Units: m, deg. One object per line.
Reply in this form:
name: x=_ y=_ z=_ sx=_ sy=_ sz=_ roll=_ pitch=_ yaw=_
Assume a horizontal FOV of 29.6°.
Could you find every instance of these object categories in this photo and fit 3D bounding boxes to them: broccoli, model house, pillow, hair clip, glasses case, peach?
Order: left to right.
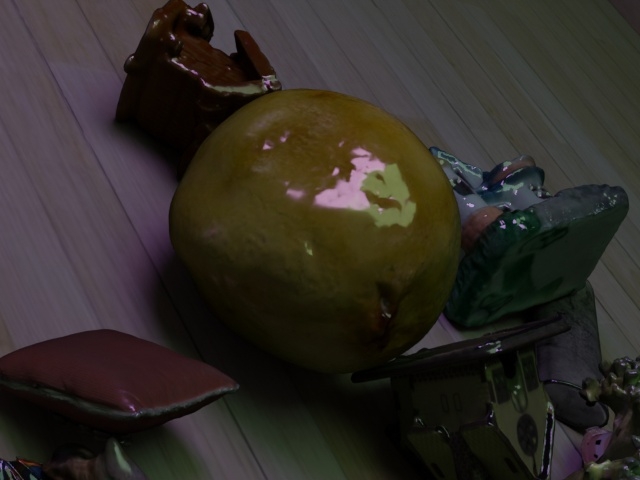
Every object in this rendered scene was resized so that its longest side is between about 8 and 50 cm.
pillow: x=-0.187 y=0.132 z=1.103 sx=0.171 sy=0.075 sz=0.179 roll=15 pitch=12 yaw=25
hair clip: x=-0.106 y=0.269 z=1.027 sx=0.300 sy=0.069 sz=0.173 roll=43 pitch=29 yaw=-1
model house: x=-0.121 y=-0.178 z=1.518 sx=0.229 sy=0.199 sz=0.220 roll=33 pitch=43 yaw=-3
peach: x=0.000 y=-0.006 z=1.319 sx=0.315 sy=0.282 sz=0.314 roll=27 pitch=51 yaw=33
model house: x=0.222 y=-0.069 z=1.723 sx=0.267 sy=0.194 sz=0.325 roll=-15 pitch=50 yaw=-36
model house: x=0.187 y=0.243 z=1.345 sx=0.218 sy=0.204 sz=0.279 roll=-11 pitch=86 yaw=-52
glasses case: x=0.354 y=0.143 z=1.729 sx=0.114 sy=0.060 sz=0.299 roll=28 pitch=31 yaw=-9
broccoli: x=0.376 y=0.300 z=1.324 sx=0.324 sy=0.272 sz=0.334 roll=38 pitch=38 yaw=-1

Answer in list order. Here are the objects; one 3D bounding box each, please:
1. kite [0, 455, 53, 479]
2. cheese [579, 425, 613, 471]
kite: x=-0.215 y=0.254 z=1.002 sx=0.183 sy=0.014 sz=0.241 roll=45 pitch=30 yaw=3
cheese: x=0.427 y=0.316 z=1.566 sx=0.286 sy=0.074 sz=0.189 roll=6 pitch=45 yaw=-45
